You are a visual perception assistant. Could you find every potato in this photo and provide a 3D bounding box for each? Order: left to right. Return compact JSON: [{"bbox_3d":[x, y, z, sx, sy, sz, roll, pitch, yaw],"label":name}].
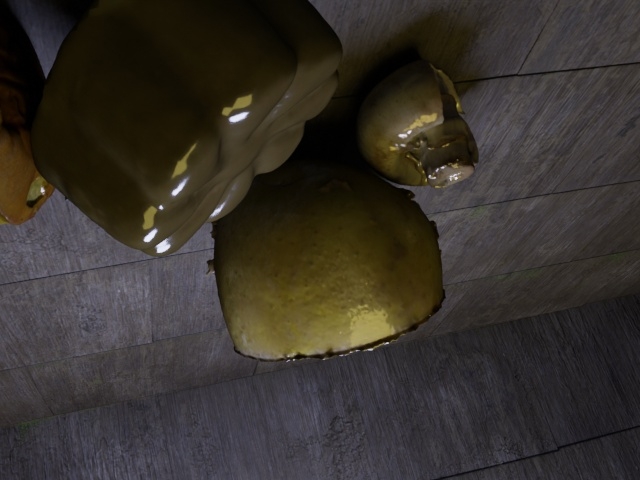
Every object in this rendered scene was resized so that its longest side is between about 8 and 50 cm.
[{"bbox_3d":[0.000,0.000,1.341,0.442,0.320,0.385,-5,-159,37],"label":"potato"}]

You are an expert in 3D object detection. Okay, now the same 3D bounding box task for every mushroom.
[{"bbox_3d":[0.159,-0.170,1.251,0.189,0.195,0.253,-24,152,24],"label":"mushroom"}]

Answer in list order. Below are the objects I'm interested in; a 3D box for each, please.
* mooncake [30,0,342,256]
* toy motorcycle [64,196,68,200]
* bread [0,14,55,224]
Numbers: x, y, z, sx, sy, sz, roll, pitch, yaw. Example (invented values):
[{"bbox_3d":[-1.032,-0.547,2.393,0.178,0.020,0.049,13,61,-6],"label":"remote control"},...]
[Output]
[{"bbox_3d":[-0.146,-0.154,0.892,0.378,0.200,0.378,-48,172,-9],"label":"mooncake"},{"bbox_3d":[-0.276,-0.123,1.198,0.263,0.091,0.157,-28,148,28],"label":"toy motorcycle"},{"bbox_3d":[-0.402,-0.145,0.874,0.147,0.270,0.270,-7,155,0],"label":"bread"}]
